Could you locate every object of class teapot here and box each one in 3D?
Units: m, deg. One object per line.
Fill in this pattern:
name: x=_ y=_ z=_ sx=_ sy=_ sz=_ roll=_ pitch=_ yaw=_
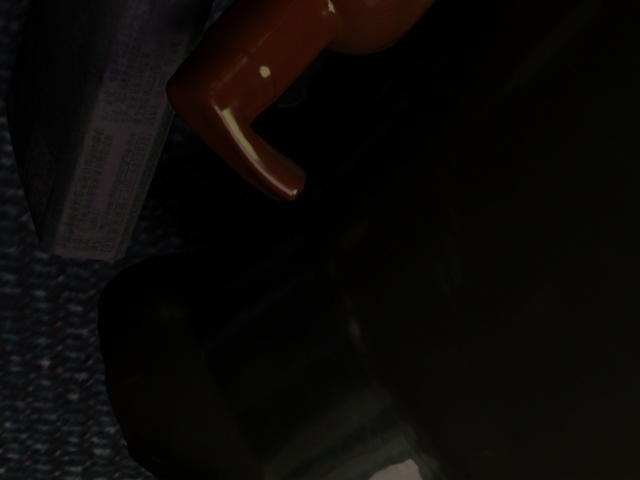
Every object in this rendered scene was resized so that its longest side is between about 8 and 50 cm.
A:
teapot: x=0.104 y=0.025 z=0.738 sx=0.361 sy=0.306 sz=0.376 roll=-32 pitch=173 yaw=12

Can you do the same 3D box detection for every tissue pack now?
tissue pack: x=-0.094 y=-0.084 z=0.660 sx=0.051 sy=0.112 sz=0.156 roll=4 pitch=130 yaw=-26

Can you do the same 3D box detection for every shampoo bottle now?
shampoo bottle: x=0.028 y=-0.130 z=0.603 sx=0.244 sy=0.085 sz=0.085 roll=-52 pitch=140 yaw=-21

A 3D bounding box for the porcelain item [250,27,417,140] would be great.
porcelain item: x=0.022 y=-0.094 z=0.762 sx=0.075 sy=0.021 sz=0.136 roll=19 pitch=123 yaw=-39
